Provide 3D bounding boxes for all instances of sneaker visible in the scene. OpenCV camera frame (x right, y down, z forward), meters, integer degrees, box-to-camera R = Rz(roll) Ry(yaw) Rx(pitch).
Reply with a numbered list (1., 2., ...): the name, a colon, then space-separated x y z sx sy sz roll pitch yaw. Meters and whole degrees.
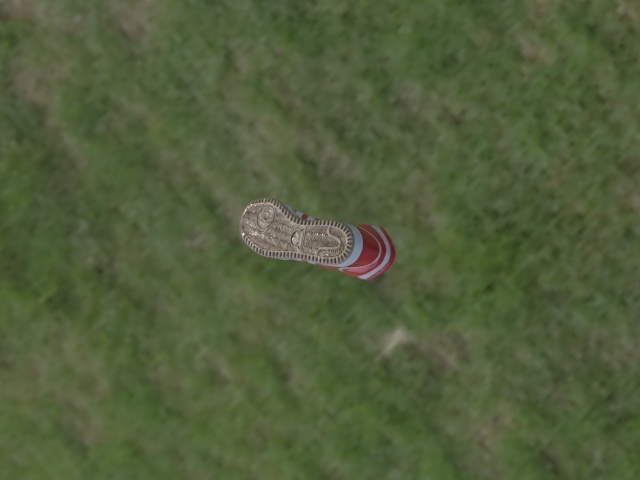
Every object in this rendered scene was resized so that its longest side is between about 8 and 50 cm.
1. sneaker: 0.000 0.000 1.310 0.118 0.067 0.042 17 92 43
